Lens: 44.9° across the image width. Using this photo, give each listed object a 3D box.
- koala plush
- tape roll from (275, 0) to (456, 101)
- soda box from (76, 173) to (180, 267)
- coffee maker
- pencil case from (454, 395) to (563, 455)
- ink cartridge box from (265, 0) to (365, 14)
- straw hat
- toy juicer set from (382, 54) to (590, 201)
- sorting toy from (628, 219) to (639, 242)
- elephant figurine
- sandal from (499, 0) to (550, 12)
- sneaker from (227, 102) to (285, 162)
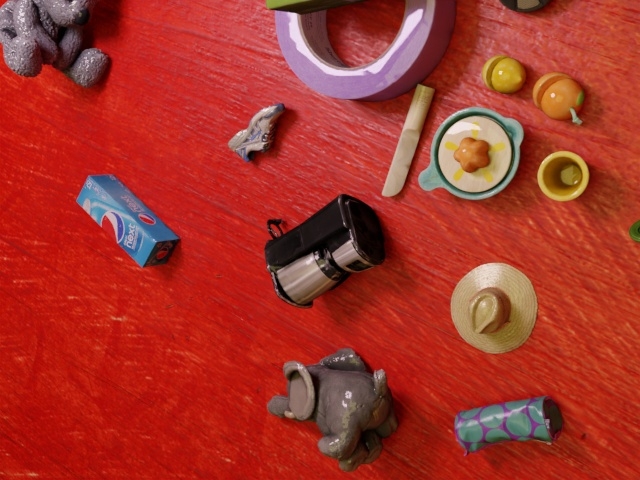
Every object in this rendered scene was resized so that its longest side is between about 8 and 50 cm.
[{"bbox_3d":[-0.494,-0.441,1.462,0.221,0.196,0.203,-50,61,29],"label":"koala plush"},{"bbox_3d":[0.066,-0.356,1.202,0.275,0.090,0.274,4,97,30],"label":"tape roll"},{"bbox_3d":[-0.375,-0.040,1.503,0.210,0.071,0.067,41,114,20],"label":"soda box"},{"bbox_3d":[0.000,0.000,1.264,0.178,0.120,0.171,-33,79,28],"label":"coffee maker"},{"bbox_3d":[0.282,0.280,1.166,0.152,0.064,0.070,-18,71,31],"label":"pencil case"},{"bbox_3d":[0.009,-0.471,1.104,0.189,0.097,0.255,-2,99,30],"label":"ink cartridge box"},{"bbox_3d":[0.251,0.106,1.165,0.145,0.061,0.144,4,98,29],"label":"straw hat"},{"bbox_3d":[0.226,-0.164,1.132,0.329,0.089,0.209,2,97,30],"label":"toy juicer set"},{"bbox_3d":[0.470,-0.001,1.038,0.102,0.061,0.042,-6,127,37],"label":"sorting toy"},{"bbox_3d":[0.003,0.255,1.284,0.239,0.169,0.186,35,83,39],"label":"elephant figurine"},{"bbox_3d":[0.310,-0.469,1.057,0.120,0.086,0.302,24,122,20],"label":"sandal"},{"bbox_3d":[-0.099,-0.186,1.346,0.135,0.052,0.058,-39,86,35],"label":"sneaker"}]
